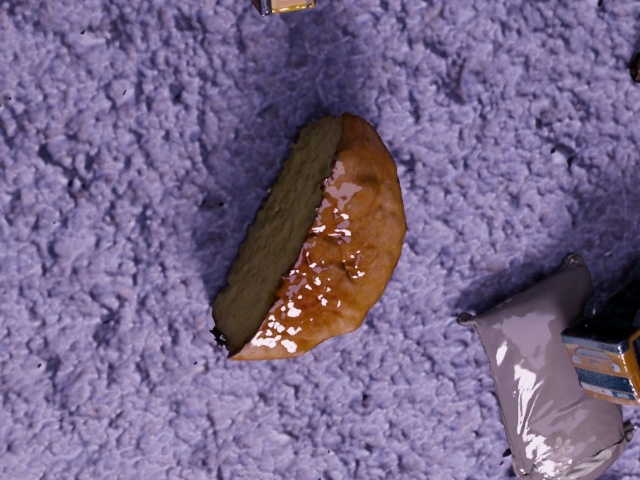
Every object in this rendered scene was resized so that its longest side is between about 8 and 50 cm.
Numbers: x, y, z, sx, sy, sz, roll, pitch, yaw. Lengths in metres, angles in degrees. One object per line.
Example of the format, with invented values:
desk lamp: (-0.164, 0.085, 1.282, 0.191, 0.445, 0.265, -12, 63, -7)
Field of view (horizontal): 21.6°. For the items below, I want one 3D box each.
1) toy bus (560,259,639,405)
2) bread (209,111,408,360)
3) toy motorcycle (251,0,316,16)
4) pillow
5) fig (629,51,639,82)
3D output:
toy bus: (0.343, 0.094, 1.750, 0.182, 0.091, 0.103, -33, 116, -32)
bread: (0.005, 0.008, 1.623, 0.134, 0.129, 0.260, 26, 99, -25)
toy motorcycle: (-0.006, -0.346, 1.523, 0.157, 0.091, 0.263, -11, 113, -10)
pillow: (0.248, 0.157, 1.790, 0.169, 0.059, 0.255, -23, 112, -10)
fig: (0.472, -0.210, 1.697, 0.320, 0.217, 0.217, -17, 115, 17)
